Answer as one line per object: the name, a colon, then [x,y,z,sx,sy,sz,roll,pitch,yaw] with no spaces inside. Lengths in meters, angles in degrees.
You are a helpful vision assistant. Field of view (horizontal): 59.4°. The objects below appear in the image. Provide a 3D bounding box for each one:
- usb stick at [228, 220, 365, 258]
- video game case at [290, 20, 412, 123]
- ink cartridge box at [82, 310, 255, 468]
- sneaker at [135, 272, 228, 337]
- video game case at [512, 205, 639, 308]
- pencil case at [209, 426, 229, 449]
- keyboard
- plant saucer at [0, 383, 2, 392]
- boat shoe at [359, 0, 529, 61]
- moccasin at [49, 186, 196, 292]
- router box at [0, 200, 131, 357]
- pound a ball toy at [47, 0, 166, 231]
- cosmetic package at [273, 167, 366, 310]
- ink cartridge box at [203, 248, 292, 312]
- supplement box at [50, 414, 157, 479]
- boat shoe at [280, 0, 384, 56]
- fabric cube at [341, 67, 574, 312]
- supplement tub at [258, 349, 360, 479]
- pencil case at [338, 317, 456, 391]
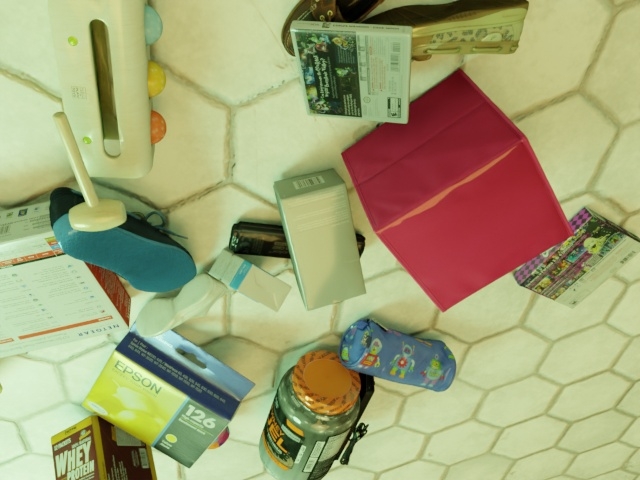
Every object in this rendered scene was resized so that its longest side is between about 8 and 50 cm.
usb stick: [-0.043,0.006,1.133,0.278,0.045,0.077,6,132,-17]
video game case: [0.052,-0.255,0.864,0.173,0.022,0.190,7,154,11]
ink cartridge box: [-0.350,0.352,1.273,0.303,0.072,0.307,34,122,-5]
sneaker: [-0.288,0.148,1.181,0.212,0.080,0.094,-29,154,15]
video game case: [0.606,0.048,1.316,0.210,0.042,0.232,21,123,-27]
pencil case: [-0.274,0.423,1.405,0.104,0.104,0.236,0,130,-13]
keyboard: [0.084,0.475,1.459,0.033,0.201,0.317,14,127,-5]
plant saucer: [-0.877,0.279,1.143,0.333,0.081,0.332,-34,128,24]
boat shoe: [0.185,-0.313,0.870,0.285,0.105,0.089,-10,129,-5]
moccasin: [-0.333,-0.007,1.000,0.137,0.117,0.342,-34,153,0]
router box: [-0.571,0.087,1.041,0.335,0.082,0.301,-12,137,-2]
pound a ball toy: [-0.291,-0.193,0.798,0.135,0.208,0.319,0,129,-12]
cosmetic package: [0.000,0.000,1.056,0.127,0.107,0.238,-14,117,-8]
ink cartridge box: [-0.150,0.074,1.117,0.104,0.180,0.060,34,82,-34]
supplement box: [-0.516,0.541,1.350,0.129,0.191,0.194,-29,151,13]
boat shoe: [0.026,-0.345,0.830,0.207,0.073,0.073,-37,130,20]
fabric cube: [0.227,-0.086,0.975,0.258,0.259,0.254,-34,128,14]
supplement tub: [-0.026,0.445,1.405,0.207,0.207,0.338,6,128,-17]
pencil case: [0.193,0.279,1.372,0.306,0.119,0.133,21,94,-26]
